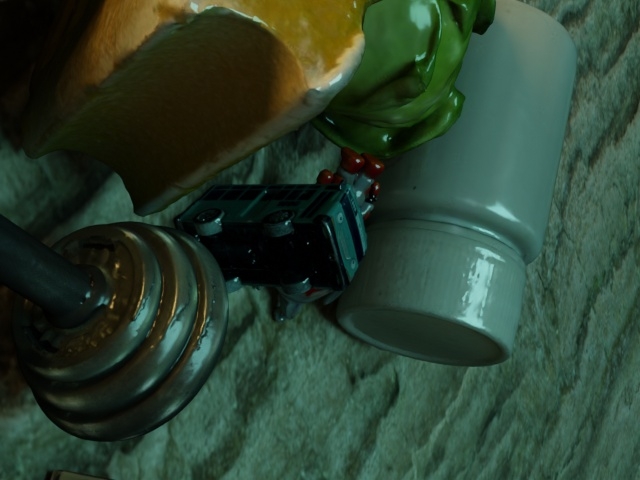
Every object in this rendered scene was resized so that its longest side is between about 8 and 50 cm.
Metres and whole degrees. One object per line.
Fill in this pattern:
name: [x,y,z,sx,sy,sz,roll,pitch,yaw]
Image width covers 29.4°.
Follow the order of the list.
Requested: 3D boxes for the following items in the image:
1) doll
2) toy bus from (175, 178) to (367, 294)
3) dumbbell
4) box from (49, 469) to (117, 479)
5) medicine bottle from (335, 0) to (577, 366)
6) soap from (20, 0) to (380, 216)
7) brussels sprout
doll: [-0.001,0.000,1.202,0.104,0.062,0.195,-2,124,-55]
toy bus: [-0.038,-0.006,1.095,0.092,0.160,0.079,-49,131,-47]
dumbbell: [-0.213,0.006,0.810,0.406,0.179,0.179,43,57,-51]
box: [-0.074,0.364,0.853,0.122,0.385,0.344,42,58,-49]
medicine bottle: [0.151,-0.065,1.341,0.211,0.211,0.371,39,60,-51]
soap: [-0.070,-0.196,0.867,0.156,0.335,0.293,29,68,-21]
brussels sprout: [0.051,-0.221,1.153,0.259,0.227,0.294,-44,129,-78]
